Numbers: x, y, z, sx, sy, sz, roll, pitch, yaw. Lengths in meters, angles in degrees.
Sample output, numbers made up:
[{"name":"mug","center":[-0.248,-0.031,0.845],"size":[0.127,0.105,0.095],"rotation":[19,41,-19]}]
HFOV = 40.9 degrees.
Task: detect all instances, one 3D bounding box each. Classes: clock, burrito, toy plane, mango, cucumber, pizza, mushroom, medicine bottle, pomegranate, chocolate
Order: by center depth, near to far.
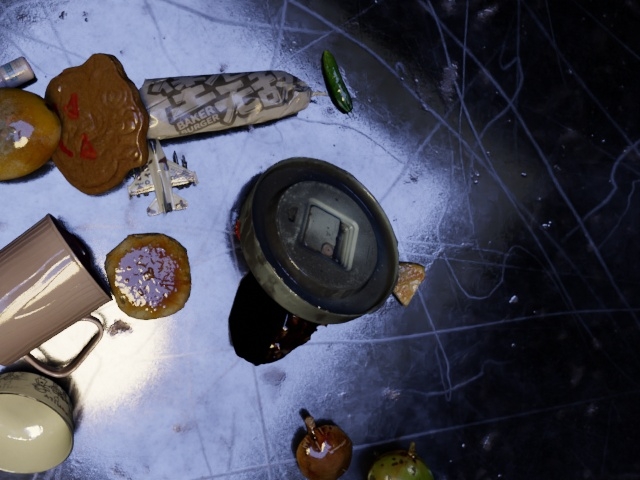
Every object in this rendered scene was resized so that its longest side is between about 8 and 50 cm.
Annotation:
[{"name":"mango","center":[-0.697,-0.217,1.795],"size":[0.316,0.146,0.193],"rotation":[-10,92,9]},{"name":"medicine bottle","center":[-0.664,-0.354,1.840],"size":[0.089,0.052,0.052],"rotation":[-29,96,-9]},{"name":"clock","center":[0.000,0.000,1.863],"size":[0.386,0.076,0.386],"rotation":[19,53,-27]},{"name":"burrito","center":[-0.201,-0.311,1.893],"size":[0.445,0.101,0.139],"rotation":[-11,67,-16]},{"name":"toy plane","center":[-0.356,-0.158,1.899],"size":[0.160,0.082,0.234],"rotation":[-12,78,-1]},{"name":"chocolate","center":[-0.070,0.186,1.910],"size":[0.177,0.224,0.206],"rotation":[19,86,-34]},{"name":"mushroom","center":[0.005,0.477,1.969],"size":[0.135,0.080,0.171],"rotation":[-29,99,-20]},{"name":"pomegranate","center":[0.164,0.574,1.983],"size":[0.156,0.156,0.220],"rotation":[40,114,-9]},{"name":"cucumber","center":[0.039,-0.363,1.988],"size":[0.039,0.039,0.168],"rotation":[-22,93,-10]},{"name":"pizza","center":[0.192,0.104,2.030],"size":[0.123,0.026,0.109],"rotation":[-2,94,-14]}]

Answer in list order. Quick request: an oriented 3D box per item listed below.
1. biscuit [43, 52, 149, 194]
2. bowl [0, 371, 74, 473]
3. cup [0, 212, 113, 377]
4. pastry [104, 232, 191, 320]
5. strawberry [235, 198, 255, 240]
[{"name":"biscuit","center":[-0.480,-0.242,1.816],"size":[0.257,0.049,0.273],"rotation":[-22,90,25]},{"name":"bowl","center":[-0.624,0.364,1.794],"size":[0.237,0.126,0.238],"rotation":[-1,124,-2]},{"name":"cup","center":[-0.587,0.125,1.802],"size":[0.273,0.208,0.288],"rotation":[-35,134,-9]},{"name":"pastry","center":[-0.376,0.078,1.875],"size":[0.182,0.093,0.192],"rotation":[-8,91,-17]},{"name":"strawberry","center":[-0.117,-0.056,1.940],"size":[0.121,0.082,0.188],"rotation":[23,89,-8]}]
